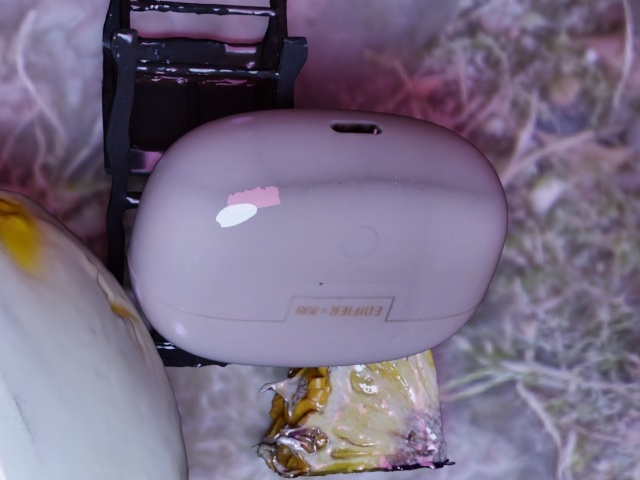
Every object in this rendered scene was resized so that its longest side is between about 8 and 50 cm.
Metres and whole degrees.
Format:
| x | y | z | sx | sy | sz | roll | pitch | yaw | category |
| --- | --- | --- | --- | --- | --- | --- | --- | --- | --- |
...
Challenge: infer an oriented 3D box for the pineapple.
| x | y | z | sx | sy | sz | roll | pitch | yaw | category |
| --- | --- | --- | --- | --- | --- | --- | --- | --- | --- |
| 0.031 | 0.090 | 1.087 | 0.116 | 0.069 | 0.137 | 38 | 87 | -8 | pineapple |

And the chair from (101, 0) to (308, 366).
| x | y | z | sx | sy | sz | roll | pitch | yaw | category |
| --- | --- | --- | --- | --- | --- | --- | --- | --- | --- |
| -0.072 | -0.049 | 1.061 | 0.106 | 0.113 | 0.229 | 3 | 132 | -8 | chair |

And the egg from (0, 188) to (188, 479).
| x | y | z | sx | sy | sz | roll | pitch | yaw | category |
| --- | --- | --- | --- | --- | --- | --- | --- | --- | --- |
| -0.224 | 0.140 | 0.951 | 0.345 | 0.283 | 0.283 | -41 | 99 | 8 | egg |

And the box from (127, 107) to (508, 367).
| x | y | z | sx | sy | sz | roll | pitch | yaw | category |
| --- | --- | --- | --- | --- | --- | --- | --- | --- | --- |
| 0.000 | 0.000 | 0.991 | 0.200 | 0.088 | 0.146 | 1 | 130 | -21 | box |
